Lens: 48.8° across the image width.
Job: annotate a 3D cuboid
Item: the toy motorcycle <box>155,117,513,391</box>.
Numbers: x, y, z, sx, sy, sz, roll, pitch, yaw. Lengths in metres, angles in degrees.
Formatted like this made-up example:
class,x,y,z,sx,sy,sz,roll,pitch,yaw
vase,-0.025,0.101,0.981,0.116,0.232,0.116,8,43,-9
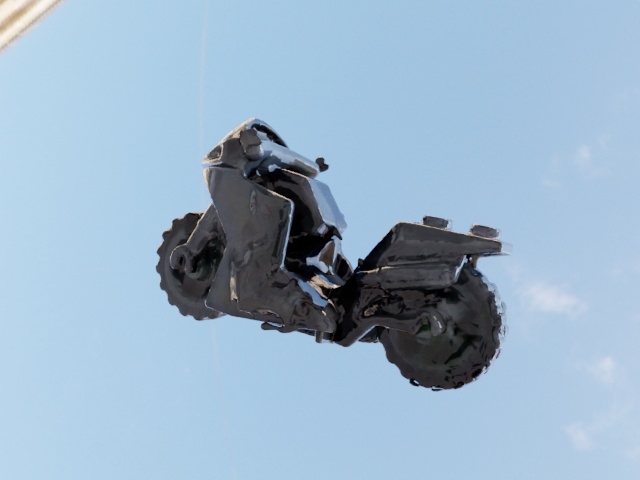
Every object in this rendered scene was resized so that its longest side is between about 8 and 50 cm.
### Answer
class,x,y,z,sx,sy,sz,roll,pitch,yaw
toy motorcycle,0.000,0.000,0.486,0.270,0.106,0.159,10,-89,29
